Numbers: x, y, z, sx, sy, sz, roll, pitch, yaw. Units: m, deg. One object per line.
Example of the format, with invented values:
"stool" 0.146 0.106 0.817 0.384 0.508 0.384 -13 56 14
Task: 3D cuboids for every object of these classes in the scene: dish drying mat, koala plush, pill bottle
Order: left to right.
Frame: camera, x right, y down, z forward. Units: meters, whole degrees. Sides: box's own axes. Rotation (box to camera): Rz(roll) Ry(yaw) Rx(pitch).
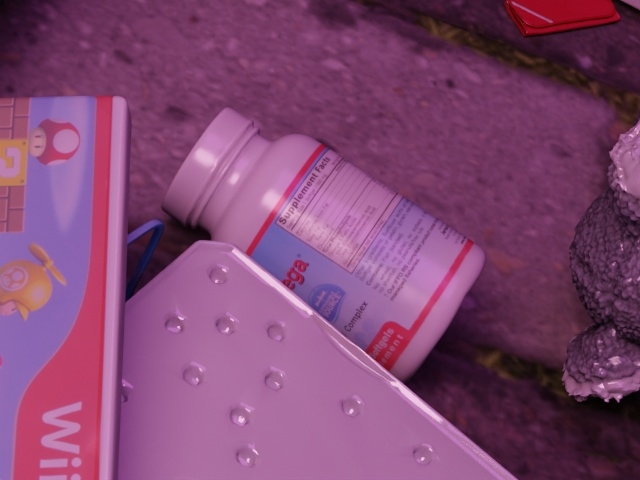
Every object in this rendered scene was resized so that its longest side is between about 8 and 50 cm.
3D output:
"pill bottle" 0.000 0.000 1.046 0.160 0.087 0.087 33 46 2
"dish drying mat" 0.159 -0.152 1.303 0.083 0.008 0.032 -13 59 -33
"koala plush" 0.217 -0.007 1.102 0.203 0.196 0.221 34 44 29

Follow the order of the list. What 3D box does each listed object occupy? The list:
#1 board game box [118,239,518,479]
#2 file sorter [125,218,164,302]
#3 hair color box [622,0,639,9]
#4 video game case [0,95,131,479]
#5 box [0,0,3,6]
"board game box" -0.021 0.228 0.871 0.390 0.050 0.390 40 48 8
"file sorter" -0.177 -0.013 0.958 0.170 0.104 0.118 43 47 12
"hair color box" 0.229 -0.202 1.316 0.167 0.093 0.053 26 35 -5
"video game case" -0.227 0.033 0.848 0.285 0.025 0.204 -1 65 1
"box" -0.285 -0.418 0.915 0.480 0.471 0.297 24 29 1
